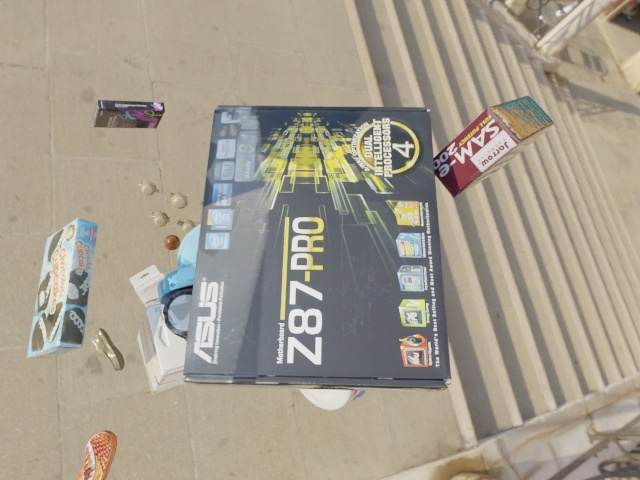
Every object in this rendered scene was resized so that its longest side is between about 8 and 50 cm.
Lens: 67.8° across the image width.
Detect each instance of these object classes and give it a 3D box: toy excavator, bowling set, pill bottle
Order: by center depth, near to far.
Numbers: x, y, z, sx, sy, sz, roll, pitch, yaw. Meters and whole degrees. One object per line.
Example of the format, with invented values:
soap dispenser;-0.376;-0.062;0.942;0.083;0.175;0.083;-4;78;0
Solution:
pill bottle;0.053;0.171;0.752;0.193;0.108;0.108;-25;81;-50
toy excavator;-0.207;-0.002;1.206;0.433;0.222;0.445;-15;74;-8
bowling set;-0.507;-0.079;1.635;0.287;0.154;0.199;22;95;-22

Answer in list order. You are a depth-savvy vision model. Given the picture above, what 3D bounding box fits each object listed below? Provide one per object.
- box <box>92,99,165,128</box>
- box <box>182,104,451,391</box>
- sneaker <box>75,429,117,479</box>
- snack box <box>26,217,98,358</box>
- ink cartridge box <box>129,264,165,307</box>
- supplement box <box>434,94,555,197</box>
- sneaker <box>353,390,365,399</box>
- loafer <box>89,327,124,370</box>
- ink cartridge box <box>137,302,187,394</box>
box;-0.499;-0.326;1.239;0.162;0.116;0.029;-6;82;-30
box;0.000;0.000;0.657;0.319;0.097;0.394;1;69;3
sneaker;-0.414;0.438;0.866;0.064;0.067;0.175;20;72;1
snack box;-0.651;0.122;1.204;0.060;0.187;0.321;22;56;-46
ink cartridge box;-0.566;0.186;1.646;0.104;0.060;0.180;-34;108;-25
supplement box;0.286;-0.160;0.783;0.073;0.130;0.239;51;39;9
sneaker;0.085;0.289;1.127;0.087;0.221;0.083;15;19;-42
loafer;-0.641;0.334;1.431;0.050;0.056;0.148;-34;75;-10
ink cartridge box;-0.450;0.317;1.400;0.115;0.273;0.198;-11;68;-31
